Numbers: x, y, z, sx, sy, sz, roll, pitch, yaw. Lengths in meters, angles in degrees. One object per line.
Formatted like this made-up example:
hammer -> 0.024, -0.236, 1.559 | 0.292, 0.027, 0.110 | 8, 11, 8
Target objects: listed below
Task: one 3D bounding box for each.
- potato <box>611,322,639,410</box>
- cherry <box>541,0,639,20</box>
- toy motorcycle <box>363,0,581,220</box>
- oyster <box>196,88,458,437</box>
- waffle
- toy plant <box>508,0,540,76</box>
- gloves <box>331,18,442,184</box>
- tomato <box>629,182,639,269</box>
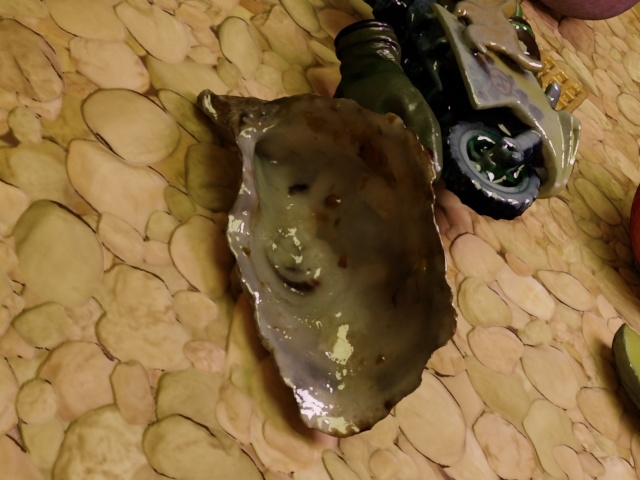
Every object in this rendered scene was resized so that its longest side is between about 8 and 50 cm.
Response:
potato -> 0.403, 0.191, 1.293 | 0.198, 0.054, 0.119 | 48, 38, 9
cherry -> 0.426, -0.488, 1.799 | 0.261, 0.221, 0.307 | 48, 24, -11
toy motorcycle -> 0.179, -0.195, 1.334 | 0.237, 0.169, 0.410 | 4, 54, -43
oyster -> 0.019, -0.020, 1.032 | 0.111, 0.204, 0.396 | 56, 14, -63
waffle -> 0.316, -0.218, 1.594 | 0.125, 0.032, 0.191 | 50, 36, 2
toy plant -> 0.249, -0.294, 1.555 | 0.093, 0.093, 0.162 | 12, 46, -36
gloves -> 0.065, -0.120, 1.200 | 0.107, 0.135, 0.268 | 44, 36, -49
tomato -> 0.530, -0.023, 1.446 | 0.265, 0.265, 0.265 | 25, 42, -25
